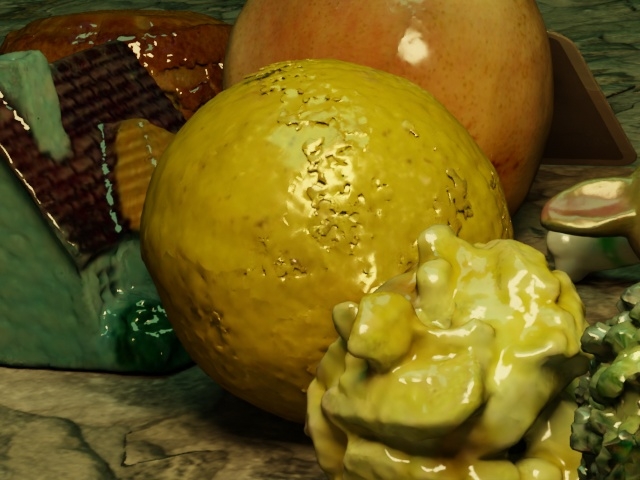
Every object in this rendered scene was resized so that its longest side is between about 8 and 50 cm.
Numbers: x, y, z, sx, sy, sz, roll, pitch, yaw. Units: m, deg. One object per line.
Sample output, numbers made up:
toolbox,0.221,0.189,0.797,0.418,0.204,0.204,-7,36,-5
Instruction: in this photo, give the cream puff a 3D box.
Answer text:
cream puff,-0.186,-0.129,2.022,0.303,0.212,0.303,-3,7,0

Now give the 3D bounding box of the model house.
model house,-0.173,-0.050,1.658,0.230,0.249,0.280,2,18,23

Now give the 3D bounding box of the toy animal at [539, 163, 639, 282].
toy animal,0.327,-0.038,1.546,0.363,0.180,0.181,13,-13,36

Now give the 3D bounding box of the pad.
pad,0.196,-0.135,1.945,0.176,0.002,0.266,2,-25,27

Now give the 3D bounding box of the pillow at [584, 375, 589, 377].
pillow,0.257,0.093,1.378,0.118,0.043,0.185,16,29,39

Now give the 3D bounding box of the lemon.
lemon,0.000,0.000,1.404,0.258,0.258,0.310,-10,6,-13

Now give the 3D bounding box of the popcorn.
popcorn,0.078,0.087,1.188,0.185,0.187,0.167,-12,20,-34

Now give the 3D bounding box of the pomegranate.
pomegranate,0.066,-0.137,1.742,0.319,0.319,0.319,-5,16,2

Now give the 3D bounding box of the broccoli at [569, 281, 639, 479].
broccoli,0.270,0.085,1.072,0.275,0.198,0.177,-6,20,15
